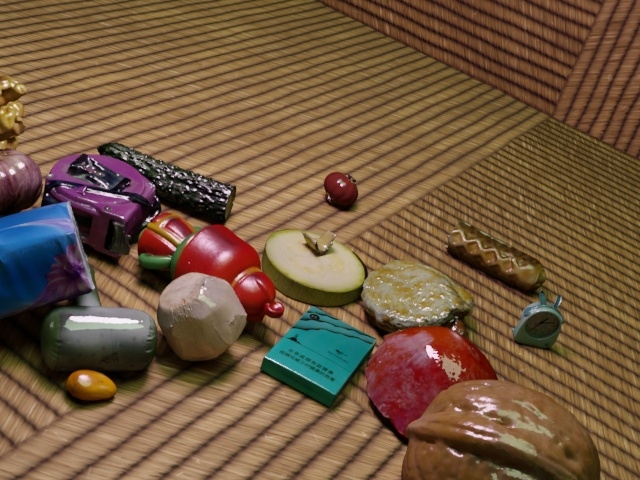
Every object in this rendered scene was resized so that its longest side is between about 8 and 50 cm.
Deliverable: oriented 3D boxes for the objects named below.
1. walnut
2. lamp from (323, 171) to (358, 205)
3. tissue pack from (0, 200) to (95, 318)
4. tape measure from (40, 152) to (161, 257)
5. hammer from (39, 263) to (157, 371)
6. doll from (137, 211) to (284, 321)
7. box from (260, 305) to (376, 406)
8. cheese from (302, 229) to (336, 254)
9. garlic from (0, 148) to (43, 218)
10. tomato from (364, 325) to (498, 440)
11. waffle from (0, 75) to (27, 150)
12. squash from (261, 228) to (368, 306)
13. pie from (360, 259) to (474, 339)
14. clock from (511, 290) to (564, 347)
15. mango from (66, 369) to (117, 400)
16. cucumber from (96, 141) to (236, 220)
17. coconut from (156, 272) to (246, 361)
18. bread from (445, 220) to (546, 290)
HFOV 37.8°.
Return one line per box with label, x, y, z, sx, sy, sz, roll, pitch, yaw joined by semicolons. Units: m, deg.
walnut;0.295;0.386;1.564;0.332;0.333;0.333;14;31;-8
lamp;0.054;-0.135;2.458;0.101;0.090;0.101;42;2;-2
tissue pack;-0.558;0.042;1.679;0.263;0.146;0.198;-17;21;-13
tape measure;-0.477;-0.088;2.035;0.245;0.149;0.232;19;32;1
hammer;-0.433;0.125;1.772;0.206;0.119;0.335;5;27;-25
doll;-0.216;0.058;1.930;0.363;0.160;0.182;33;32;23
box;0.001;0.229;1.888;0.160;0.042;0.226;27;32;12
cheese;0.001;0.001;2.176;0.084;0.042;0.060;-12;34;-38
garlic;-0.689;-0.103;1.947;0.244;0.161;0.245;-11;10;2
tomato;0.245;0.271;1.825;0.308;0.170;0.309;13;30;-7
waffle;-0.763;-0.254;2.022;0.261;0.151;0.324;-15;0;-19
squash;-0.013;0.060;2.155;0.252;0.049;0.252;15;28;-8
pie;0.219;0.134;2.099;0.257;0.106;0.274;16;29;6
clock;0.506;0.182;2.144;0.101;0.135;0.041;14;30;-10
mango;-0.398;0.255;1.633;0.089;0.046;0.060;20;30;-23
cucumber;-0.379;-0.147;2.238;0.359;0.096;0.096;20;31;4
coconut;-0.223;0.152;1.783;0.161;0.162;0.161;-22;32;15
bread;0.448;0.044;2.385;0.269;0.098;0.087;29;74;16
